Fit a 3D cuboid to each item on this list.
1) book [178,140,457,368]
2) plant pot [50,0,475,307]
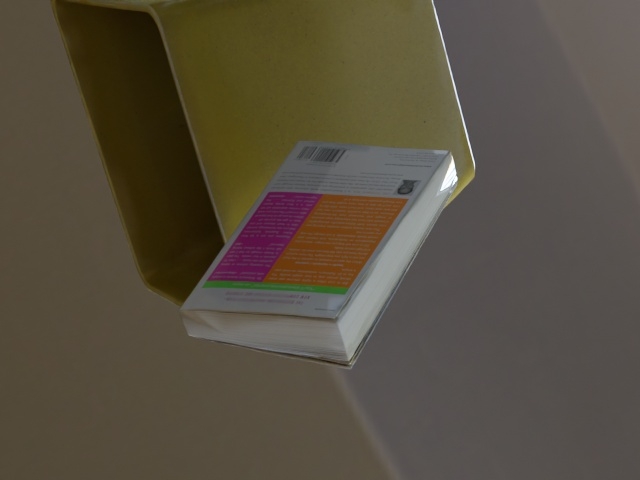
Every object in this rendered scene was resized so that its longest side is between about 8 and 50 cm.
[{"bbox_3d":[0.000,0.000,0.918,0.144,0.096,0.035,-56,-39,-40],"label":"book"},{"bbox_3d":[-0.027,-0.082,1.112,0.187,0.212,0.212,-23,-72,-20],"label":"plant pot"}]
